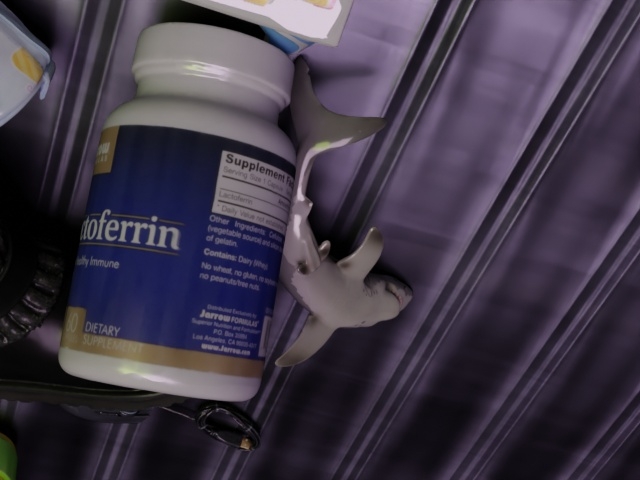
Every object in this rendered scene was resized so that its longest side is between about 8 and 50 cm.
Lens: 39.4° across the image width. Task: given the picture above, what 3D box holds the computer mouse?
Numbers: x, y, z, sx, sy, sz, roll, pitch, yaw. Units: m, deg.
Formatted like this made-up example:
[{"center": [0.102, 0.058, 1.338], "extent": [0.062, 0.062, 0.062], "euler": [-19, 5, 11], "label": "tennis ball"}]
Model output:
[{"center": [-0.176, 0.192, 0.973], "extent": [0.242, 0.041, 0.071], "euler": [19, 122, -14], "label": "computer mouse"}]

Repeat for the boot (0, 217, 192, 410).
[{"center": [-0.238, 0.032, 0.770], "extent": [0.347, 0.131, 0.260], "euler": [-5, 138, 3], "label": "boot"}]

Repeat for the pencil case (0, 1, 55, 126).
[{"center": [-0.322, -0.195, 0.653], "extent": [0.124, 0.113, 0.273], "euler": [-36, 120, 2], "label": "pencil case"}]

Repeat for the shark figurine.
[{"center": [-0.019, -0.007, 0.803], "extent": [0.166, 0.116, 0.278], "euler": [-35, 134, -17], "label": "shark figurine"}]

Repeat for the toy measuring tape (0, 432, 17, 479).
[{"center": [-0.349, 0.285, 1.004], "extent": [0.121, 0.121, 0.330], "euler": [-33, 129, 21], "label": "toy measuring tape"}]

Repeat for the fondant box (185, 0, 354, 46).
[{"center": [-0.108, -0.280, 0.513], "extent": [0.330, 0.096, 0.238], "euler": [16, 113, -10], "label": "fondant box"}]

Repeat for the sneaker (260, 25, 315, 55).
[{"center": [-0.081, -0.230, 0.649], "extent": [0.086, 0.085, 0.237], "euler": [-29, 118, 24], "label": "sneaker"}]

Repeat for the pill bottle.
[{"center": [-0.101, -0.020, 0.684], "extent": [0.153, 0.153, 0.265], "euler": [10, 82, -8], "label": "pill bottle"}]
